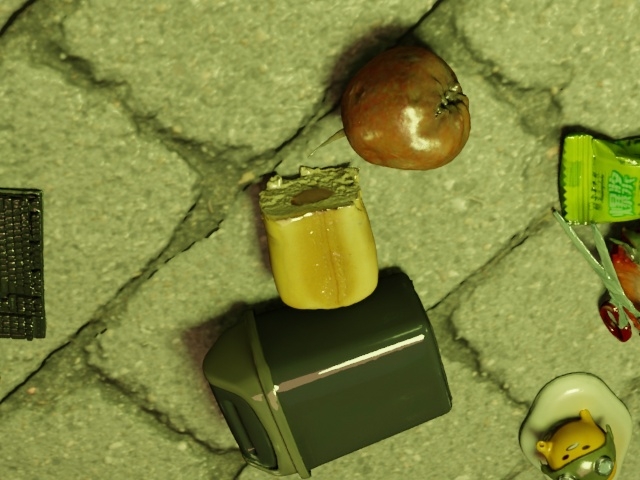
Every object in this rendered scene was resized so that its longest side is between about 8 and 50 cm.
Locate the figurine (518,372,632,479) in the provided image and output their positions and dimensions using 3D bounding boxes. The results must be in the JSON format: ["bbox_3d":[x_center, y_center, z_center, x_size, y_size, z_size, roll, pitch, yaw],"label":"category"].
[{"bbox_3d":[0.387,0.325,1.874,0.166,0.141,0.250,-23,126,8],"label":"figurine"}]

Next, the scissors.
[{"bbox_3d":[0.379,0.058,1.692,0.017,0.144,0.248,-43,119,-14],"label":"scissors"}]

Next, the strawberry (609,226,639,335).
[{"bbox_3d":[0.470,0.067,1.695,0.098,0.174,0.228,-44,136,-18],"label":"strawberry"}]

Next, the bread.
[{"bbox_3d":[-0.001,-0.001,1.614,0.134,0.085,0.173,-11,126,-4],"label":"bread"}]

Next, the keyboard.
[{"bbox_3d":[-0.380,0.035,1.629,0.072,0.023,0.231,2,126,-7],"label":"keyboard"}]

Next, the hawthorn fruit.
[{"bbox_3d":[0.084,-0.154,1.498,0.189,0.149,0.149,13,136,33],"label":"hawthorn fruit"}]

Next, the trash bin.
[{"bbox_3d":[0.010,0.176,1.693,0.290,0.182,0.209,-19,126,1],"label":"trash bin"}]

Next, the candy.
[{"bbox_3d":[0.422,-0.084,1.620,0.246,0.069,0.149,-10,129,1],"label":"candy"}]
